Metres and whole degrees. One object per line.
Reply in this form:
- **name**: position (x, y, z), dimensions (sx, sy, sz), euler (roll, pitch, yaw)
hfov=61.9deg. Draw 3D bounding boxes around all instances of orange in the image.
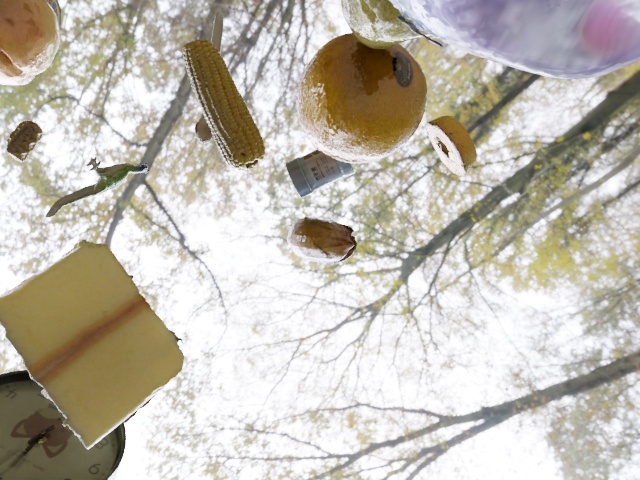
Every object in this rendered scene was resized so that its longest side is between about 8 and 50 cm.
- **orange**: position (0.085, -0.292, 1.107), dimensions (0.274, 0.274, 0.274), euler (20, -132, -24)

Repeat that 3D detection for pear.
- **pear**: position (0.140, -0.441, 0.893), dimensions (0.188, 0.228, 0.211), euler (-67, -33, -61)

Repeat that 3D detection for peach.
- **peach**: position (-0.537, -0.352, 0.891), dimensions (0.184, 0.184, 0.184), euler (20, -132, -24)

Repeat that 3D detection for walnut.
- **walnut**: position (0.000, 0.000, 1.500), dimensions (0.245, 0.137, 0.137), euler (17, -156, 42)

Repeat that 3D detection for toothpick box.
- **toothpick box**: position (-0.001, -0.186, 1.369), dimensions (0.101, 0.153, 0.101), euler (-25, -90, -84)

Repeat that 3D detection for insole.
- **insole**: position (-0.569, -0.494, 1.113), dimensions (0.006, 0.065, 0.193), euler (15, -132, -55)

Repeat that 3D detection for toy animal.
- **toy animal**: position (-0.447, -0.117, 1.040), dimensions (0.216, 0.075, 0.041), euler (-28, -130, -15)

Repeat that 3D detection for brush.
- **brush**: position (-0.239, -0.358, 1.157), dimensions (0.042, 0.039, 0.299), euler (4, -93, 11)

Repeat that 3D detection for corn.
- **corn**: position (-0.164, -0.231, 0.913), dimensions (0.080, 0.080, 0.231), euler (-29, -80, -46)

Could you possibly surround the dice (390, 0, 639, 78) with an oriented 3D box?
- **dice**: position (0.213, -0.330, 0.474), dimensions (0.270, 0.271, 0.270), euler (12, -133, -13)

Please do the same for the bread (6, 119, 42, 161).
- **bread**: position (-0.759, -0.258, 1.363), dimensions (0.066, 0.060, 0.110), euler (20, -110, 13)

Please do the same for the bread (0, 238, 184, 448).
- **bread**: position (-0.369, 0.154, 0.865), dimensions (0.198, 0.236, 0.263), euler (-35, -85, -27)

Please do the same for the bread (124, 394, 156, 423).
- **bread**: position (-0.507, 0.338, 1.336), dimensions (0.135, 0.246, 0.232), euler (48, -164, -33)

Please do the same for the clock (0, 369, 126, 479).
- **clock**: position (-0.534, 0.379, 1.015), dimensions (0.325, 0.067, 0.325), euler (27, -160, -11)

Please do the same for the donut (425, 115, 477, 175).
- **donut**: position (0.360, -0.262, 1.452), dimensions (0.178, 0.065, 0.162), euler (54, 179, -31)
